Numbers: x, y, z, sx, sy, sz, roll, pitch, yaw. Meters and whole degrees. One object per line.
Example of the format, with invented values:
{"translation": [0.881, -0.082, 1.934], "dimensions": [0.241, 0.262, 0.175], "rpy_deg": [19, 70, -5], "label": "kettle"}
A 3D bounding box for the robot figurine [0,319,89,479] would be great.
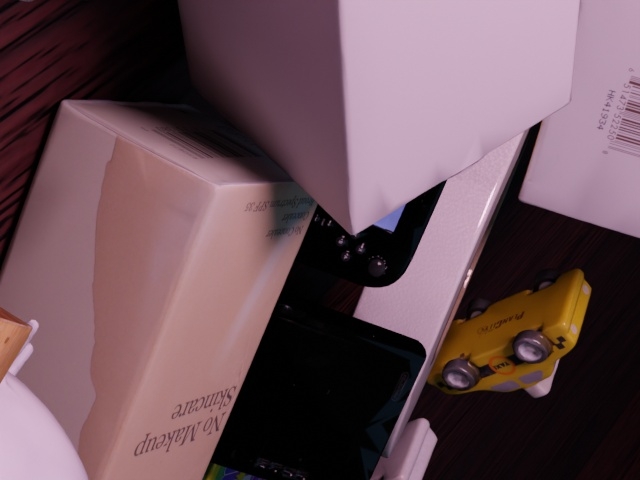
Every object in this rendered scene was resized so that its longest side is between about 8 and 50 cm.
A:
{"translation": [-0.242, 0.185, 0.658], "dimensions": [0.353, 0.200, 0.300], "rpy_deg": [-55, -162, -15], "label": "robot figurine"}

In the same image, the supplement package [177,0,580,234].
{"translation": [0.026, -0.184, 0.770], "dimensions": [0.177, 0.175, 0.293], "rpy_deg": [-31, 144, -22], "label": "supplement package"}

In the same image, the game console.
{"translation": [0.000, 0.000, 1.003], "dimensions": [0.361, 0.213, 0.044], "rpy_deg": [-67, -160, 8], "label": "game console"}

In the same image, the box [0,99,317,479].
{"translation": [-0.130, 0.077, 0.884], "dimensions": [0.148, 0.121, 0.311], "rpy_deg": [-11, 127, -62], "label": "box"}

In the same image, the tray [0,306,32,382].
{"translation": [-0.298, 0.154, 0.489], "dimensions": [0.411, 0.203, 0.076], "rpy_deg": [-59, 171, -6], "label": "tray"}

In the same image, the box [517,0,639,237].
{"translation": [0.312, -0.177, 1.273], "dimensions": [0.345, 0.168, 0.215], "rpy_deg": [-58, 162, -56], "label": "box"}

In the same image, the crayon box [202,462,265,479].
{"translation": [-0.104, 0.211, 1.157], "dimensions": [0.165, 0.081, 0.278], "rpy_deg": [-1, 117, -66], "label": "crayon box"}

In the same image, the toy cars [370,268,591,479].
{"translation": [0.125, 0.179, 1.397], "dimensions": [0.394, 0.087, 0.176], "rpy_deg": [-44, -162, 4], "label": "toy cars"}

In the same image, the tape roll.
{"translation": [0.106, 0.003, 1.250], "dimensions": [0.392, 0.072, 0.392], "rpy_deg": [23, 90, -84], "label": "tape roll"}
